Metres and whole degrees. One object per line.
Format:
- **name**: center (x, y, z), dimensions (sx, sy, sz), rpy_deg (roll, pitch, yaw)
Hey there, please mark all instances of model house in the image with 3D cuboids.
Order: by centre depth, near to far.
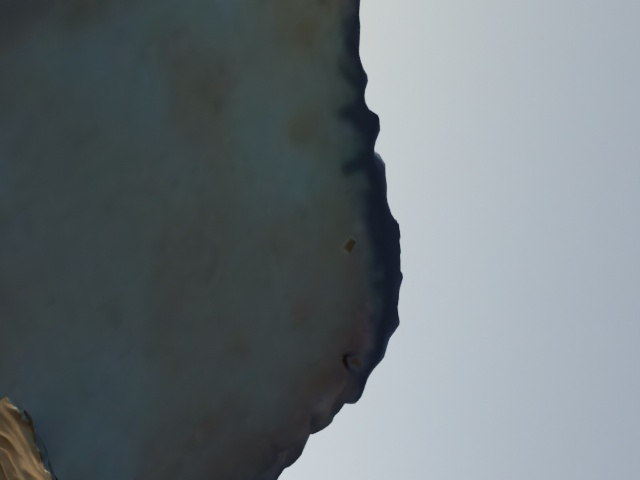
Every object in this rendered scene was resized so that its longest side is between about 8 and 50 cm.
- **model house**: center (-0.216, -0.051, 1.056), dimensions (0.400, 0.445, 0.395), rpy_deg (17, -132, 38)
